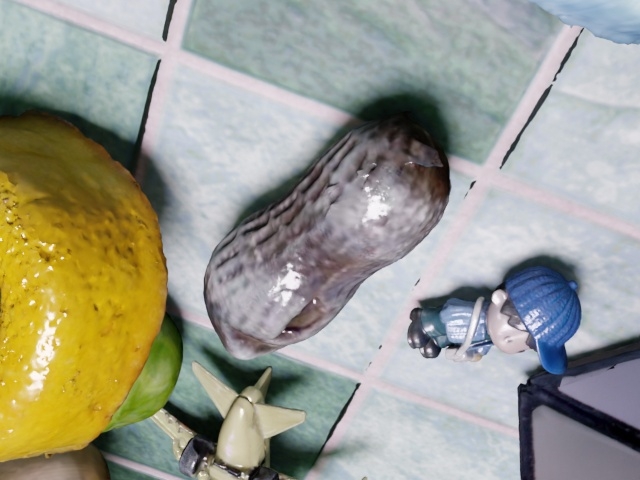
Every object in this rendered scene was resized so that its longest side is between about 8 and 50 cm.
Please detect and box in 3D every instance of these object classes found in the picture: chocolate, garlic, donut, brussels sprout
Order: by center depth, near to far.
[{"bbox_3d":[0.000,0.000,0.648,0.110,0.110,0.248,41,121,-20],"label":"chocolate"},{"bbox_3d":[-0.253,0.043,0.650,0.277,0.108,0.278,3,98,24],"label":"donut"},{"bbox_3d":[-0.197,0.102,0.759,0.155,0.117,0.155,-1,115,-3],"label":"brussels sprout"},{"bbox_3d":[-0.316,0.324,0.899,0.151,0.196,0.338,-5,147,-39],"label":"garlic"}]

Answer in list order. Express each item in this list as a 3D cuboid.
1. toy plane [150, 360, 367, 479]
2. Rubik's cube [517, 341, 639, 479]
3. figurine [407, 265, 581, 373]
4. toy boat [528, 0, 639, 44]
[{"bbox_3d":[-0.077,0.226,0.850,0.242,0.104,0.256,20,124,15],"label":"toy plane"},{"bbox_3d":[0.341,0.253,0.642,0.310,0.307,0.305,-21,119,23],"label":"Rubik's cube"},{"bbox_3d":[0.142,0.061,0.699,0.136,0.079,0.077,1,154,38],"label":"figurine"},{"bbox_3d":[0.152,-0.197,0.349,0.330,0.215,0.123,4,164,-38],"label":"toy boat"}]
